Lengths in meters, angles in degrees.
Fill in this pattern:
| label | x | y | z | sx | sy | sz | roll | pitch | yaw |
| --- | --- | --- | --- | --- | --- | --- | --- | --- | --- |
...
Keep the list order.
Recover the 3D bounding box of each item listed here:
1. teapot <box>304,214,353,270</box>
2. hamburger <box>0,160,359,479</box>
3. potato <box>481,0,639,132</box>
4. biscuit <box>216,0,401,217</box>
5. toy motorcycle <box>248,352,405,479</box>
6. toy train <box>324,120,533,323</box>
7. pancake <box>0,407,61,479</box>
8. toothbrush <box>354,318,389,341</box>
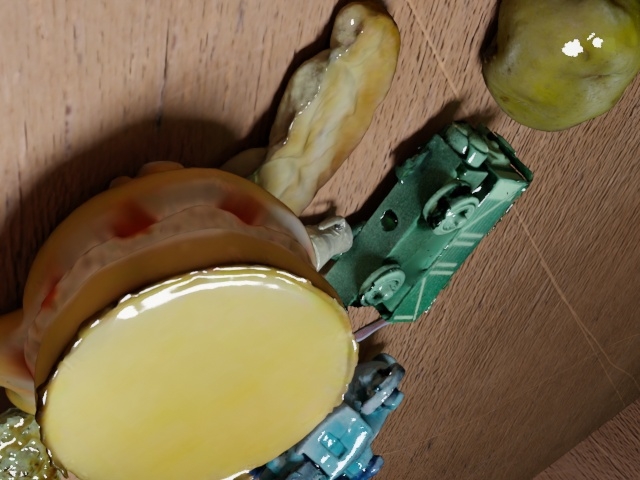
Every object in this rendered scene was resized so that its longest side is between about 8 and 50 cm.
| label | x | y | z | sx | sy | sz | roll | pitch | yaw |
| --- | --- | --- | --- | --- | --- | --- | --- | --- | --- |
| teapot | 0.000 | 0.000 | 1.410 | 0.083 | 0.057 | 0.067 | -27 | 157 | -48 |
| hamburger | -0.135 | 0.079 | 1.118 | 0.302 | 0.186 | 0.261 | -40 | 133 | 8 |
| potato | 0.252 | -0.198 | 1.351 | 0.154 | 0.137 | 0.200 | -32 | 157 | -22 |
| biscuit | -0.022 | -0.089 | 1.222 | 0.299 | 0.045 | 0.154 | -49 | 156 | 14 |
| toy motorcycle | 0.019 | 0.257 | 1.806 | 0.260 | 0.154 | 0.206 | -47 | -179 | 2 |
| toy train | 0.110 | -0.013 | 1.484 | 0.154 | 0.115 | 0.269 | 3 | 130 | -53 |
| pancake | -0.307 | 0.232 | 1.212 | 0.197 | 0.054 | 0.376 | -50 | 146 | -9 |
| toothbrush | 0.058 | 0.125 | 1.777 | 0.193 | 0.013 | 0.019 | -28 | 160 | -31 |
